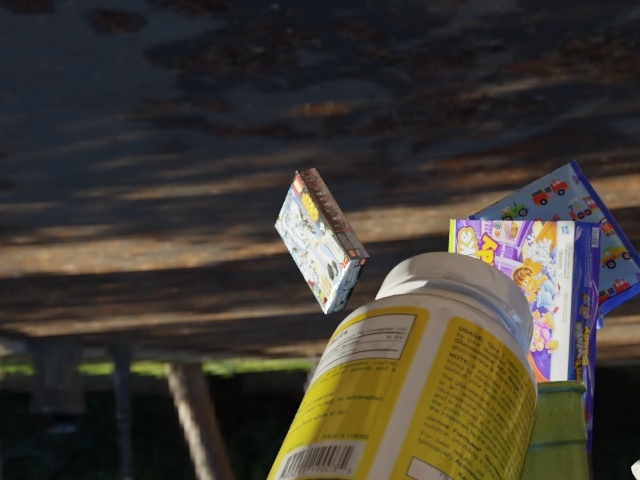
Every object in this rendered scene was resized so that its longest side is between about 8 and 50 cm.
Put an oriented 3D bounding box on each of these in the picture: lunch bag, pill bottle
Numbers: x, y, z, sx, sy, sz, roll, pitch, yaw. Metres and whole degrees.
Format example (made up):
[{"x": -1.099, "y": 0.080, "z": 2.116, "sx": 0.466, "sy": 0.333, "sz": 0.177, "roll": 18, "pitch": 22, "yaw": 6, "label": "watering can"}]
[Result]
[{"x": 0.427, "y": 0.037, "z": 2.375, "sx": 0.221, "sy": 0.293, "sz": 0.138, "roll": -29, "pitch": 137, "yaw": 4, "label": "lunch bag"}, {"x": 0.071, "y": 0.166, "z": 1.089, "sx": 0.188, "sy": 0.188, "sz": 0.334, "roll": -7, "pitch": -145, "yaw": 28, "label": "pill bottle"}]

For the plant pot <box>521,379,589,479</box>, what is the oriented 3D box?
[{"x": 0.179, "y": 0.382, "z": 1.654, "sx": 0.366, "sy": 0.353, "sz": 0.366, "roll": -10, "pitch": 167, "yaw": -2, "label": "plant pot"}]

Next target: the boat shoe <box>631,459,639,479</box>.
[{"x": 0.618, "y": 0.430, "z": 2.197, "sx": 0.079, "sy": 0.254, "sz": 0.095, "roll": -44, "pitch": 174, "yaw": -16, "label": "boat shoe"}]

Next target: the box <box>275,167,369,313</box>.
[{"x": 0.000, "y": 0.000, "z": 1.510, "sx": 0.027, "sy": 0.137, "sz": 0.094, "roll": -10, "pitch": 144, "yaw": -29, "label": "box"}]

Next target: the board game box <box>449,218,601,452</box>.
[{"x": 0.307, "y": 0.143, "z": 2.093, "sx": 0.233, "sy": 0.347, "sz": 0.078, "roll": 1, "pitch": 178, "yaw": 43, "label": "board game box"}]
